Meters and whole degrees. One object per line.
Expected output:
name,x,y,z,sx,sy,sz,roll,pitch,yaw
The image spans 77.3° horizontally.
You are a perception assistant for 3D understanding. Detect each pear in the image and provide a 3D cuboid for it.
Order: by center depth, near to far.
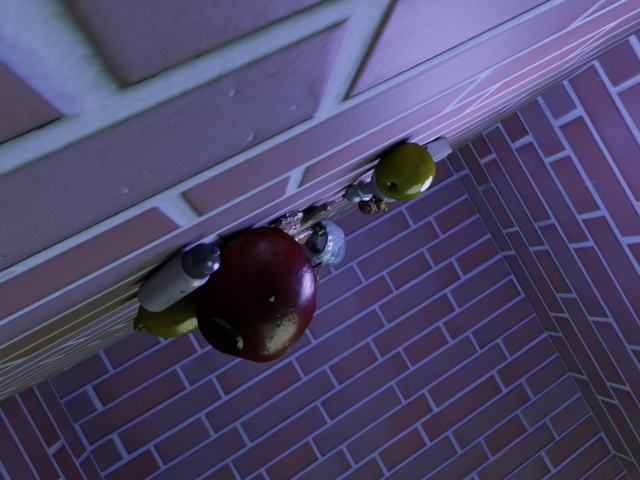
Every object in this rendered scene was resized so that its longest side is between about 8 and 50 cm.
pear,0.261,-0.220,1.207,0.216,0.166,0.180,-56,-178,-35

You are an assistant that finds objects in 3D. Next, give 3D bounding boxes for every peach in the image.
peach,-0.190,0.173,1.155,0.310,0.335,0.406,-36,155,-52

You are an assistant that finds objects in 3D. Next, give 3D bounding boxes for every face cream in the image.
face cream,-0.325,0.081,0.935,0.311,0.092,0.092,-31,178,39

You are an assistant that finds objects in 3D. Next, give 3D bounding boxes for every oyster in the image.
oyster,-0.105,-0.050,1.347,0.133,0.072,0.209,-27,-179,-5

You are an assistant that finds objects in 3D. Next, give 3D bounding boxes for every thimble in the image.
thimble,0.000,0.000,1.890,0.205,0.250,0.172,-31,149,26

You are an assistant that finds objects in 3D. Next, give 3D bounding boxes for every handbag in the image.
handbag,0.393,-0.327,1.640,0.256,0.079,0.219,-27,-178,-31

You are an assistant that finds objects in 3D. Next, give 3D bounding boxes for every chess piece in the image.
chess piece,0.172,-0.186,1.458,0.139,0.139,0.272,-29,-170,-38

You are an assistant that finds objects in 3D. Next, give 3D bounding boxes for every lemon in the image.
lemon,-0.455,0.210,1.244,0.248,0.184,0.184,-21,176,-20

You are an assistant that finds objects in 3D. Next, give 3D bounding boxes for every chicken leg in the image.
chicken leg,0.330,-0.259,1.917,0.361,0.140,0.211,-40,-161,4

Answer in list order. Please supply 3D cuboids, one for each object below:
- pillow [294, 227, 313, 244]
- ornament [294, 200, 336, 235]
pillow,-0.219,0.050,1.733,0.312,0.119,0.310,-28,-176,-40
ornament,-0.041,-0.087,1.525,0.230,0.061,0.245,-30,-177,3
